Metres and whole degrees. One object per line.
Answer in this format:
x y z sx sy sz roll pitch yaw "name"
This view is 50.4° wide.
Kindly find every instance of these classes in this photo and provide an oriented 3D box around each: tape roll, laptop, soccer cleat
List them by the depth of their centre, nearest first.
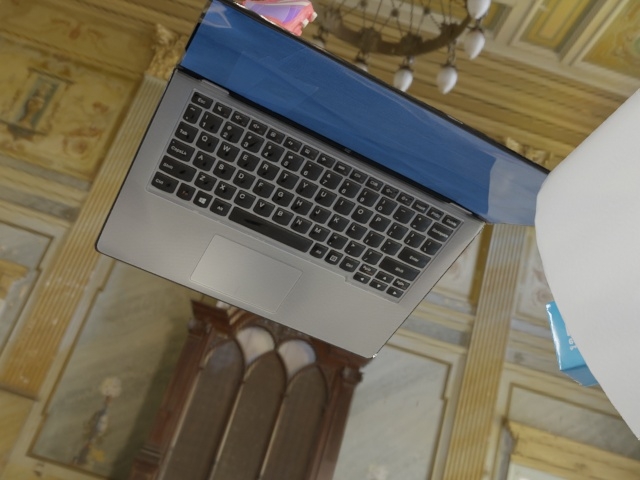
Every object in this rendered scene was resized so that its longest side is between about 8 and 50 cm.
0.258 0.031 0.362 0.286 0.286 0.100 25 -48 -17 "tape roll"
0.000 0.000 0.659 0.382 0.236 0.408 25 -58 -17 "laptop"
-0.073 -0.290 0.899 0.095 0.248 0.083 36 -59 -7 "soccer cleat"

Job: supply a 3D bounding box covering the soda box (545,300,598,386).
0.320 0.068 0.609 0.210 0.071 0.067 -24 -37 33 "soda box"
